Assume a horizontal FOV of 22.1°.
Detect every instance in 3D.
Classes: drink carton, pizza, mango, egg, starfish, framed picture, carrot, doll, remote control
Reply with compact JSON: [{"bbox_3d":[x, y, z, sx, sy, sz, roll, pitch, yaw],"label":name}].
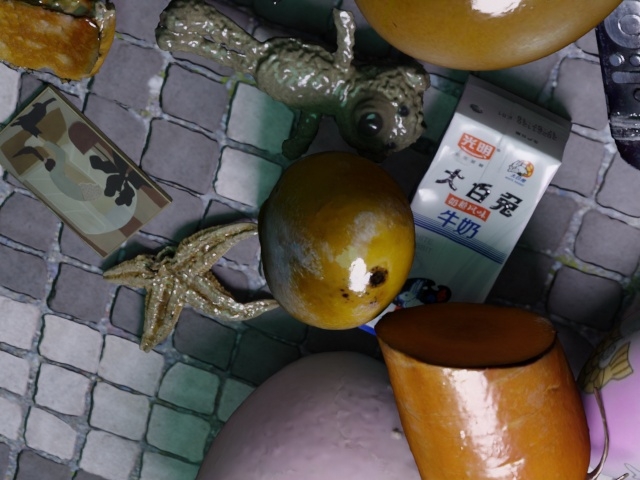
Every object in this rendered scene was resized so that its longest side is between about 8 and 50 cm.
[{"bbox_3d":[0.153,-0.017,1.813,0.130,0.106,0.315,25,125,-2],"label":"drink carton"},{"bbox_3d":[-0.329,-0.255,1.829,0.226,0.069,0.147,14,146,11],"label":"pizza"},{"bbox_3d":[0.000,0.000,1.779,0.146,0.316,0.193,-6,93,-24],"label":"mango"},{"bbox_3d":[0.174,-0.314,1.505,0.282,0.282,0.351,39,123,-10],"label":"egg"},{"bbox_3d":[-0.152,0.059,1.988,0.247,0.050,0.138,-17,118,29],"label":"starfish"},{"bbox_3d":[-0.292,-0.079,1.962,0.201,0.010,0.136,44,122,-13],"label":"framed picture"},{"bbox_3d":[0.195,0.204,1.763,0.214,0.193,0.331,-25,116,-19],"label":"carrot"},{"bbox_3d":[-0.022,-0.184,1.741,0.202,0.091,0.286,-37,107,24],"label":"doll"},{"bbox_3d":[0.390,0.169,1.809,0.196,0.196,0.271,34,117,-7],"label":"egg"},{"bbox_3d":[0.013,0.299,1.930,0.354,0.354,0.340,0,85,16],"label":"egg"},{"bbox_3d":[0.333,-0.192,1.682,0.090,0.066,0.266,7,129,28],"label":"remote control"}]

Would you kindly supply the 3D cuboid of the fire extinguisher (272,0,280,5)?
[{"bbox_3d":[-0.134,-0.338,1.688,0.341,0.105,0.141,19,124,1],"label":"fire extinguisher"}]
